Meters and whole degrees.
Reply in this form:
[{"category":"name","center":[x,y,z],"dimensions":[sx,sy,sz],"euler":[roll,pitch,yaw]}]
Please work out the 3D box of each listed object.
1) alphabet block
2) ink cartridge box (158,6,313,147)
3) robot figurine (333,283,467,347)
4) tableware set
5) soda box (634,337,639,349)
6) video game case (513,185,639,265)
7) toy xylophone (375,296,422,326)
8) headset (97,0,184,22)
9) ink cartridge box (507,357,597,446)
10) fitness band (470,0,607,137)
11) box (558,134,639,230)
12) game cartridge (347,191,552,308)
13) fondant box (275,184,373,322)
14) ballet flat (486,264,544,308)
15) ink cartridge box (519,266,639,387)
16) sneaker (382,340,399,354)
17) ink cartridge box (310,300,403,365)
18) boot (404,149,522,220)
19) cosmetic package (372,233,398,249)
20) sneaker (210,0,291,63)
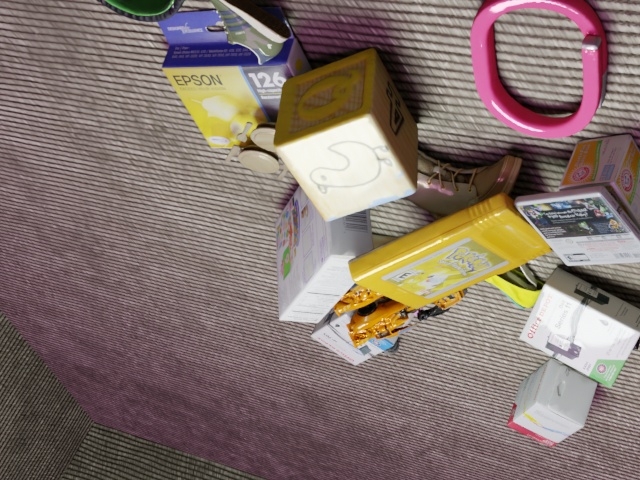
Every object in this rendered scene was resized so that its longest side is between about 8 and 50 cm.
[{"category":"alphabet block","center":[0.050,-0.184,1.754],"dimensions":[0.192,0.193,0.197],"euler":[-19,131,21]},{"category":"ink cartridge box","center":[-0.147,-0.299,1.905],"dimensions":[0.304,0.072,0.307],"euler":[5,145,33]},{"category":"robot figurine","center":[0.178,0.116,2.138],"dimensions":[0.291,0.085,0.211],"euler":[-24,124,7]},{"category":"tableware set","center":[-0.104,-0.186,1.949],"dimensions":[0.128,0.039,0.194],"euler":[19,157,-12]},{"category":"soda box","center":[0.578,0.177,2.070],"dimensions":[0.169,0.060,0.053],"euler":[7,145,29]},{"category":"video game case","center":[0.446,-0.021,1.685],"dimensions":[0.173,0.022,0.190],"euler":[44,154,-24]},{"category":"toy xylophone","center":[0.089,0.098,2.313],"dimensions":[0.323,0.081,0.236],"euler":[24,150,6]},{"category":"headset","center":[-0.400,-0.505,1.666],"dimensions":[0.394,0.185,0.243],"euler":[39,148,-17]},{"category":"ink cartridge box","center":[0.544,0.383,2.346],"dimensions":[0.127,0.128,0.176],"euler":[27,150,0]},{"category":"fitness band","center":[0.341,-0.276,1.570],"dimensions":[0.209,0.054,0.290],"euler":[13,146,23]},{"category":"box","center":[0.507,-0.068,1.698],"dimensions":[0.103,0.114,0.203],"euler":[-5,136,44]},{"category":"game cartridge","center":[0.256,0.029,1.881],"dimensions":[0.324,0.052,0.285],"euler":[-24,155,25]},{"category":"fondant box","center":[0.000,0.000,2.056],"dimensions":[0.096,0.238,0.330],"euler":[6,152,-20]},{"category":"ballet flat","center":[0.368,0.057,2.056],"dimensions":[0.231,0.077,0.077],"euler":[33,128,-15]},{"category":"ink cartridge box","center":[0.525,0.172,1.998],"dimensions":[0.208,0.087,0.153],"euler":[28,125,18]},{"category":"sneaker","center":[0.150,0.226,2.479],"dimensions":[0.075,0.063,0.170],"euler":[-4,133,51]},{"category":"ink cartridge box","center":[0.084,0.203,2.315],"dimensions":[0.140,0.082,0.191],"euler":[34,147,-11]},{"category":"boot","center":[0.238,-0.119,1.857],"dimensions":[0.203,0.095,0.262],"euler":[32,152,-6]},{"category":"cosmetic package","center":[0.152,0.023,2.188],"dimensions":[0.115,0.041,0.060],"euler":[7,145,30]},{"category":"sneaker","center":[-0.150,-0.382,1.741],"dimensions":[0.192,0.064,0.086],"euler":[36,128,-2]}]
